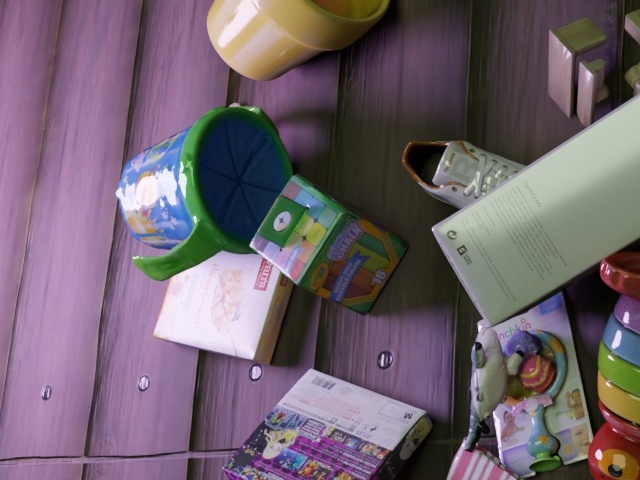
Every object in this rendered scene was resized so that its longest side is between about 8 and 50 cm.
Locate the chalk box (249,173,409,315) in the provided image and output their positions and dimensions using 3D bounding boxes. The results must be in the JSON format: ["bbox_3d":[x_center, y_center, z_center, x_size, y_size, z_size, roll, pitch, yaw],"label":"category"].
[{"bbox_3d":[0.000,0.000,1.883,0.132,0.213,0.132,38,98,42],"label":"chalk box"}]

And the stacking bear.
[{"bbox_3d":[0.393,0.173,1.507,0.175,0.164,0.289,20,109,26],"label":"stacking bear"}]

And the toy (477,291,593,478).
[{"bbox_3d":[0.272,0.186,1.692,0.137,0.056,0.237,-25,59,30],"label":"toy"}]

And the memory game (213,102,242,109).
[{"bbox_3d":[-0.169,-0.151,2.220,0.186,0.012,0.186,-16,62,34],"label":"memory game"}]

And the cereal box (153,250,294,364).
[{"bbox_3d":[-0.155,0.098,2.085,0.240,0.047,0.173,7,76,42],"label":"cereal box"}]

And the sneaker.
[{"bbox_3d":[0.230,-0.071,1.784,0.290,0.123,0.106,20,85,40],"label":"sneaker"}]

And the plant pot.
[{"bbox_3d":[-0.055,-0.390,2.079,0.239,0.254,0.254,-37,52,43],"label":"plant pot"}]

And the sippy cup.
[{"bbox_3d":[-0.198,-0.080,2.067,0.224,0.305,0.240,-11,96,40],"label":"sippy cup"}]

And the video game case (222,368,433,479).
[{"bbox_3d":[0.009,0.292,1.812,0.232,0.042,0.210,14,51,42],"label":"video game case"}]

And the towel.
[{"bbox_3d":[0.230,0.365,1.661,0.197,0.029,0.144,36,112,42],"label":"towel"}]

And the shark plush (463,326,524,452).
[{"bbox_3d":[0.218,0.195,1.681,0.067,0.073,0.161,-174,84,-69],"label":"shark plush"}]

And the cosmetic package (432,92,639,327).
[{"bbox_3d":[0.345,-0.055,1.594,0.365,0.197,0.155,-33,80,22],"label":"cosmetic package"}]

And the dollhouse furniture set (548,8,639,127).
[{"bbox_3d":[0.414,-0.228,1.756,0.151,0.123,0.144,-23,52,-10],"label":"dollhouse furniture set"}]
